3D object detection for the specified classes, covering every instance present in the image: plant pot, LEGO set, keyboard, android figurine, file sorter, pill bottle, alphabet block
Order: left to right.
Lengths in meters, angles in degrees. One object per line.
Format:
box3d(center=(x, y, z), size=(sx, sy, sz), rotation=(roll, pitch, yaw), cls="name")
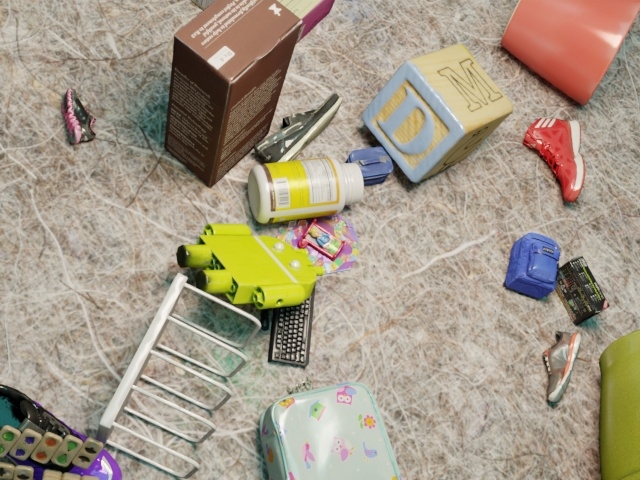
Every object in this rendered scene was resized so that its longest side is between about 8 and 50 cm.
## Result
box3d(center=(-0.238, 0.237, 1.446), size=(0.173, 0.193, 0.277), rotation=(26, 63, -6), cls="file sorter")
box3d(center=(-0.119, 0.047, 1.567), size=(0.273, 0.056, 0.248), rotation=(0, 32, -35), cls="android figurine")
box3d(center=(-0.066, 0.146, 1.624), size=(0.108, 0.023, 0.180), rotation=(10, 64, -11), cls="keyboard")
box3d(center=(-0.035, 0.287, 1.570), size=(0.054, 0.023, 0.083), rotation=(8, 65, -12), cls="LEGO set")
box3d(center=(-0.028, -0.102, 1.687), size=(0.215, 0.117, 0.117), rotation=(-7, 69, -18), cls="pill bottle")
box3d(center=(0.241, -0.266, 1.766), size=(0.197, 0.192, 0.193), rotation=(-28, 78, -42), cls="alphabet block")
box3d(center=(0.566, -0.485, 1.950), size=(0.243, 0.275, 0.275), rotation=(29, 62, 10), cls="plant pot")
box3d(center=(0.676, 0.356, 1.580), size=(0.367, 0.366, 0.352), rotation=(7, 54, -12), cls="plant pot")

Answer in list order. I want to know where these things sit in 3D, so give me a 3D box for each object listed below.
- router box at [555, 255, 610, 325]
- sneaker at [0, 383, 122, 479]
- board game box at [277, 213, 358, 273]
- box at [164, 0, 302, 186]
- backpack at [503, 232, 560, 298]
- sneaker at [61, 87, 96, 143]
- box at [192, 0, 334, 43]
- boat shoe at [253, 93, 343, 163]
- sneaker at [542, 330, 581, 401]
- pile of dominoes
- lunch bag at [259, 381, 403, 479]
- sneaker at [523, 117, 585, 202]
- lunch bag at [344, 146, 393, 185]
box3d(center=(0.535, 0.104, 1.767), size=(0.038, 0.092, 0.122), rotation=(-18, 73, -22), cls="router box")
box3d(center=(-0.454, 0.324, 1.371), size=(0.293, 0.146, 0.102), rotation=(31, 62, 1), cls="sneaker")
box3d(center=(0.000, 0.000, 1.700), size=(0.169, 0.033, 0.133), rotation=(-9, 70, -18), cls="board game box")
box3d(center=(-0.174, -0.278, 1.577), size=(0.143, 0.381, 0.191), rotation=(41, 63, 5), cls="box")
box3d(center=(0.450, 0.044, 1.767), size=(0.098, 0.101, 0.120), rotation=(23, 60, -12), cls="backpack")
box3d(center=(-0.472, -0.245, 1.676), size=(0.057, 0.047, 0.119), rotation=(-6, 72, -33), cls="sneaker")
box3d(center=(-0.120, -0.544, 1.856), size=(0.243, 0.117, 0.213), rotation=(39, 63, 3), cls="box")
box3d(center=(-0.040, -0.238, 1.764), size=(0.079, 0.084, 0.233), rotation=(43, 66, 5), cls="boat shoe")
box3d(center=(0.476, 0.252, 1.718), size=(0.065, 0.061, 0.157), rotation=(17, 60, 22), cls="sneaker")
box3d(center=(-0.474, 0.378, 1.326), size=(0.251, 0.195, 0.040), rotation=(11, 27, -11), cls="pile of dominoes")
box3d(center=(0.026, 0.398, 1.490), size=(0.224, 0.108, 0.279), rotation=(-9, 73, -25), cls="lunch bag")
box3d(center=(0.514, -0.183, 1.903), size=(0.128, 0.087, 0.221), rotation=(9, 53, -2), cls="sneaker")
box3d(center=(0.097, -0.156, 1.775), size=(0.099, 0.065, 0.067), rotation=(-11, 71, -20), cls="lunch bag")
